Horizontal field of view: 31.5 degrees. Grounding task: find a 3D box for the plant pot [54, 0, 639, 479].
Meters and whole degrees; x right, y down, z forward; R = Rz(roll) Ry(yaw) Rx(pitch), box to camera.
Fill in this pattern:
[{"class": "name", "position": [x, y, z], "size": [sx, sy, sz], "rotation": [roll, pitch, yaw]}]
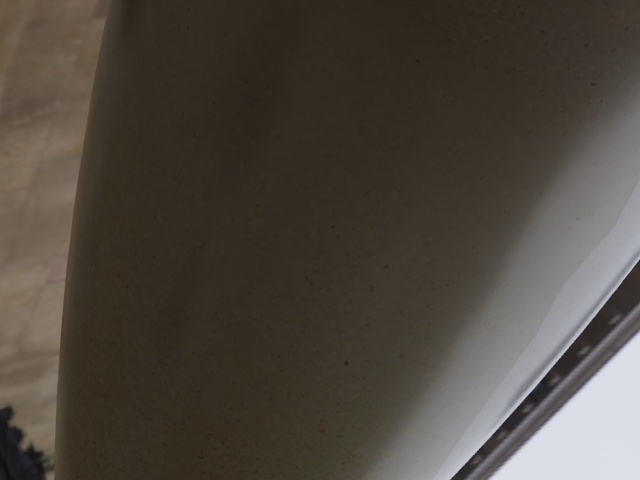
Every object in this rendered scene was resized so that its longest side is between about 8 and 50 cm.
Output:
[{"class": "plant pot", "position": [0.000, 0.000, 0.469], "size": [0.256, 0.256, 0.274], "rotation": [33, -79, 41]}]
